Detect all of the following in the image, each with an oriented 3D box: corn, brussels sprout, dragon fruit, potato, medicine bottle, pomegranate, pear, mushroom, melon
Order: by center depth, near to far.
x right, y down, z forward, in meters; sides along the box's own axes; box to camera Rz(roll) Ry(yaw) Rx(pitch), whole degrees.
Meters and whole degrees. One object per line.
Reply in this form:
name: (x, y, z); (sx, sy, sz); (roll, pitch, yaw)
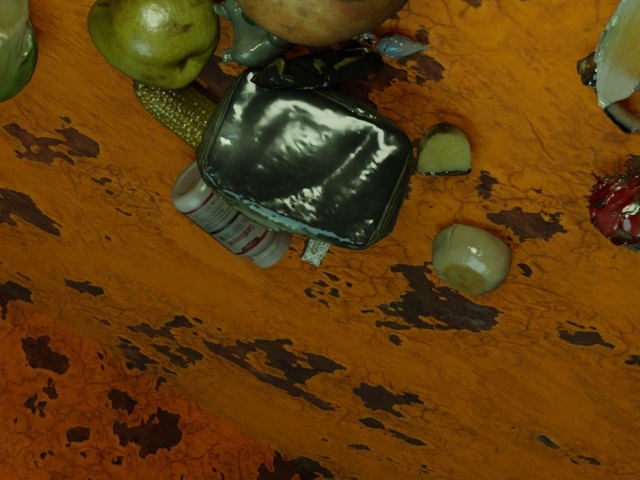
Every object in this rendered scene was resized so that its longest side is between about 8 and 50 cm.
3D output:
pomegranate: (-0.008, -0.377, 1.272); (0.281, 0.281, 0.281); (18, 153, 9)
melon: (0.436, -0.240, 1.349); (0.139, 0.093, 0.203); (-2, 143, -12)
mushroom: (0.415, -0.209, 1.492); (0.060, 0.061, 0.187); (-26, 143, 18)
pear: (-0.249, -0.334, 1.610); (0.199, 0.200, 0.200); (18, 153, 9)
dragon fruit: (0.492, -0.051, 1.658); (0.142, 0.130, 0.121); (14, 119, 19)
potato: (0.205, -0.161, 1.722); (0.096, 0.066, 0.103); (-2, 143, -4)
brussels sprout: (-0.608, -0.347, 1.852); (0.271, 0.210, 0.219); (-23, 105, 47)
corn: (-0.211, -0.209, 1.922); (0.313, 0.102, 0.102); (37, 150, -20)
medicine bottle: (-0.177, -0.055, 2.138); (0.131, 0.131, 0.250); (-10, 139, 47)

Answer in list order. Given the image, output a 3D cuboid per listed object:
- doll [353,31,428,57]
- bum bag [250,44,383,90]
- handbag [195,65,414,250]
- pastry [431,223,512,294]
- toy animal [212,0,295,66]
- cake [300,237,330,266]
doll: (0.105, -0.295, 1.576); (0.114, 0.039, 0.057); (16, 148, 20)
bum bag: (-0.004, -0.257, 1.581); (0.106, 0.232, 0.060); (13, 110, 45)
handbag: (-0.020, -0.129, 1.735); (0.340, 0.247, 0.240); (23, -174, 0)
pastry: (0.284, 0.036, 1.999); (0.156, 0.092, 0.156); (18, 146, 13)
toy animal: (-0.031, -0.340, 1.543); (0.251, 0.127, 0.125); (-12, 124, 30)
cake: (0.000, 0.000, 2.192); (0.052, 0.065, 0.121); (22, 147, -5)
